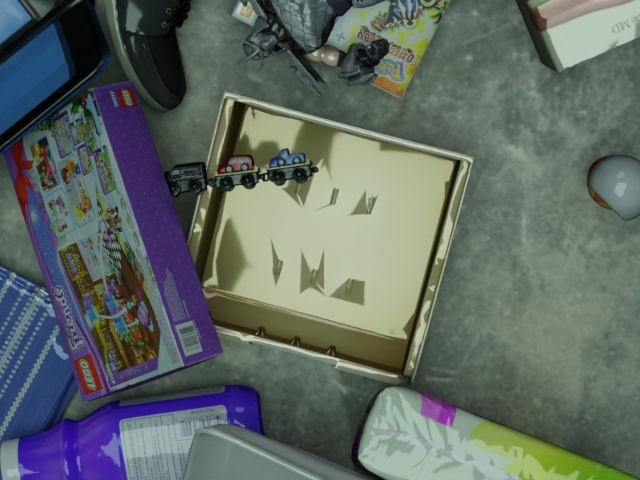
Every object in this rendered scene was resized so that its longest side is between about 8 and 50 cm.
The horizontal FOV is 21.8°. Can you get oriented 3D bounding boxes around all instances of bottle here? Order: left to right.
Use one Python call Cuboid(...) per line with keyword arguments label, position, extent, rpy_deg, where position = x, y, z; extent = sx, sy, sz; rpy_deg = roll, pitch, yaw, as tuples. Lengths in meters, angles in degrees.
Cuboid(label="bottle", position=(-0.199, 0.230, 1.792), extent=(0.282, 0.092, 0.118), rpy_deg=(-8, 100, 0))

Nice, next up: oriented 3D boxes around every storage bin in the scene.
Cuboid(label="storage bin", position=(0.000, 0.000, 1.747), extent=(0.262, 0.123, 0.260), rpy_deg=(15, 97, 2))

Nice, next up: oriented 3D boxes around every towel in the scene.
Cuboid(label="towel", position=(-0.430, 0.111, 1.839), extent=(0.336, 0.040, 0.243), rpy_deg=(29, 100, 1))

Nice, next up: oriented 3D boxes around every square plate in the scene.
Cuboid(label="square plate", position=(0.014, 0.320, 1.727), extent=(0.347, 0.344, 0.049), rpy_deg=(22, 56, 1))

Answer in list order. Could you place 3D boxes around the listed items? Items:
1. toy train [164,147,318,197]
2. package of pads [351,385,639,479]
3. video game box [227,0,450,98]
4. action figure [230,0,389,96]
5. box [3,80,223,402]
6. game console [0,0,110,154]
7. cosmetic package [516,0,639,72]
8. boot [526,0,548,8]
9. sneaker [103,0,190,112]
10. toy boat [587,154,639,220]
Cuboid(label="toy train", position=(-0.081, -0.069, 1.671), extent=(0.158, 0.027, 0.036), rpy_deg=(-6, 86, 5))
Cuboid(label="package of pads", position=(0.180, 0.243, 1.711), extent=(0.296, 0.229, 0.101), rpy_deg=(22, 83, 2))
Cuboid(label="video game box", position=(0.035, -0.274, 1.729), extent=(0.205, 0.048, 0.187), rpy_deg=(24, 101, -12))
Cuboid(label="action figure", position=(0.031, -0.260, 1.659), extent=(0.285, 0.099, 0.185), rpy_deg=(-34, 116, 6))
Cuboid(label="box", position=(-0.219, 0.006, 1.715), extent=(0.201, 0.057, 0.293), rpy_deg=(-22, 85, 49))
Cuboid(label="game console", position=(-0.387, -0.196, 1.725), extent=(0.293, 0.173, 0.250), rpy_deg=(-38, 93, 7))
Cuboid(label="cosmetic package", position=(0.243, -0.336, 1.675), extent=(0.153, 0.129, 0.296), rpy_deg=(-24, 100, 5))
Cuboid(label="boot", position=(0.244, -0.290, 1.592), extent=(0.158, 0.059, 0.085), rpy_deg=(-33, 101, 17))
Cuboid(label="sneaker", position=(-0.157, -0.246, 1.727), extent=(0.118, 0.083, 0.222), rpy_deg=(-11, 107, 19))
Cuboid(label="toy boat", position=(0.429, -0.049, 1.699), extent=(0.318, 0.148, 0.268), rpy_deg=(3, 97, 3))
